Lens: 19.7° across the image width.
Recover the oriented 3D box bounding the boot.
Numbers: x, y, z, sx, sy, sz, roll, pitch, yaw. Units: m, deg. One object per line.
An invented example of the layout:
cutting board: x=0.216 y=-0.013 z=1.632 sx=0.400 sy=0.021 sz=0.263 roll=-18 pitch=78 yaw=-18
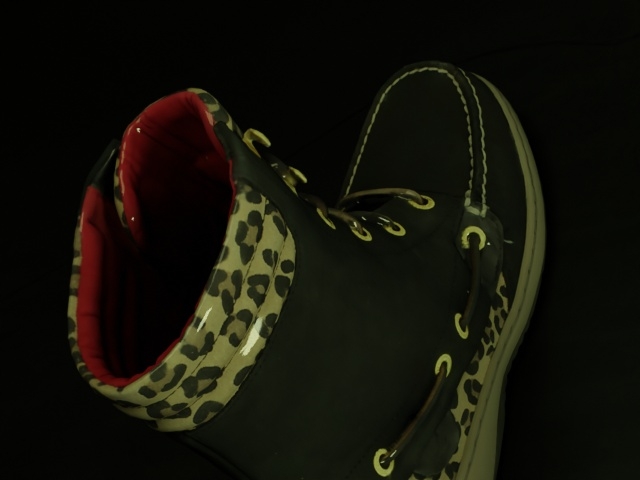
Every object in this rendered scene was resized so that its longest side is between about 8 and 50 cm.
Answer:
boot: x=0.000 y=0.000 z=1.093 sx=0.138 sy=0.284 sz=0.377 roll=-10 pitch=56 yaw=36
